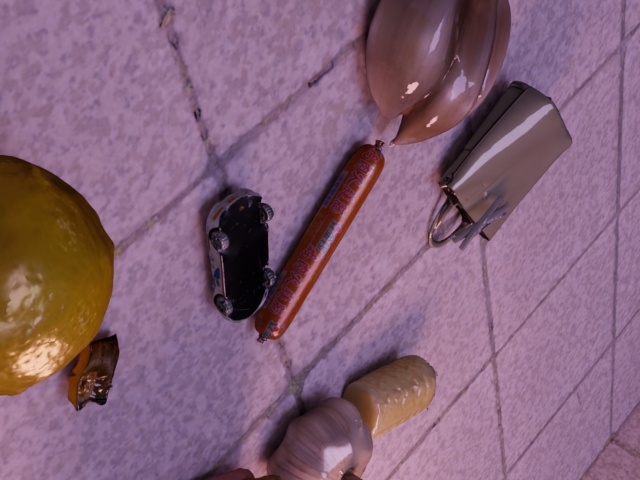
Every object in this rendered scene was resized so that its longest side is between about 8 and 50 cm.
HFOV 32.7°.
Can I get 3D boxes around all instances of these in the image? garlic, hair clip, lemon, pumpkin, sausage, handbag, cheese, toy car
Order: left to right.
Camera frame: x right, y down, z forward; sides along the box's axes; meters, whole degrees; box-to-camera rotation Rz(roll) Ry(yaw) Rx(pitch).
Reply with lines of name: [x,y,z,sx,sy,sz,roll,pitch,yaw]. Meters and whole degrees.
lemon: [-0.310,0.030,1.024,0.288,0.233,0.233,-69,-176,-85]
pumpkin: [-0.284,0.161,1.354,0.073,0.035,0.101,-9,118,-64]
toy car: [-0.110,0.023,1.464,0.095,0.056,0.205,-35,142,-35]
sausage: [0.000,0.000,1.600,0.348,0.053,0.053,-59,147,-4]
garlic: [0.041,0.376,1.778,0.199,0.226,0.199,-26,129,-37]
cheese: [0.119,0.278,1.934,0.167,0.094,0.123,-22,140,-39]
garlic: [0.178,-0.289,1.569,0.279,0.132,0.325,26,87,-49]
hair clip: [0.281,-0.025,1.889,0.115,0.030,0.039,-39,148,-3]
handbag: [0.304,-0.105,1.895,0.315,0.109,0.241,-54,146,-4]

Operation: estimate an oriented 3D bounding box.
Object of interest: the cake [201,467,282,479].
cake: [-0.135,0.539,1.605,0.306,0.293,0.314,-16,122,-41]
